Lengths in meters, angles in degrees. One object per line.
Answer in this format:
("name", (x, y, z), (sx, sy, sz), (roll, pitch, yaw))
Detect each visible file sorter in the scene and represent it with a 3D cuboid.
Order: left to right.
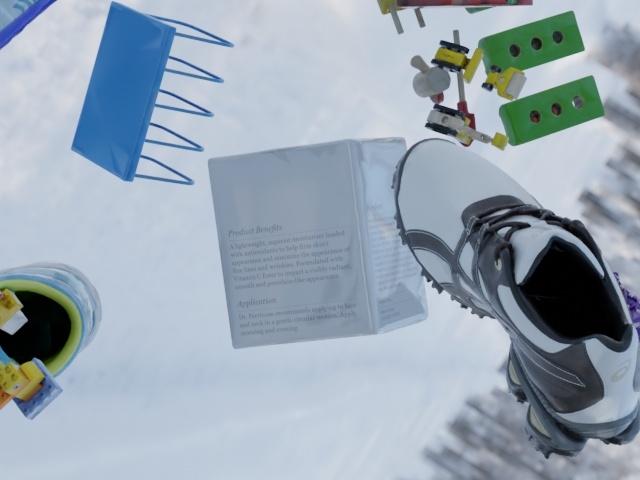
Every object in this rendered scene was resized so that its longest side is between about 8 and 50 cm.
("file sorter", (-0.178, -0.155, 1.932), (0.104, 0.118, 0.170), (9, 103, -40))

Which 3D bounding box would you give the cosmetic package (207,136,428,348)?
("cosmetic package", (0.000, 0.000, 1.697), (0.151, 0.151, 0.184), (-8, 92, -67))

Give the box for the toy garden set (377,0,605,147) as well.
("toy garden set", (0.150, -0.208, 1.741), (0.203, 0.244, 0.049), (-19, -177, -25))

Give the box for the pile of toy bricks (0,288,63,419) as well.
("pile of toy bricks", (-0.282, 0.128, 1.227), (0.212, 0.118, 0.105), (-43, 154, 3))

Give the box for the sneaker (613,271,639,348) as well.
("sneaker", (0.299, 0.066, 1.819), (0.068, 0.170, 0.071), (-20, 116, -40))

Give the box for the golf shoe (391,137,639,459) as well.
("golf shoe", (0.102, 0.007, 0.870), (0.077, 0.198, 0.094), (-21, 146, -20))

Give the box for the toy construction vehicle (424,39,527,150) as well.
("toy construction vehicle", (0.139, -0.129, 1.616), (0.035, 0.098, 0.086), (33, 78, -56))

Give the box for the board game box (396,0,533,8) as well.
("board game box", (0.136, -0.352, 1.613), (0.027, 0.145, 0.281), (0, 94, -45))

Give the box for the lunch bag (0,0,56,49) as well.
("lunch bag", (-0.281, -0.206, 1.354), (0.129, 0.151, 0.096), (-48, 171, -21))

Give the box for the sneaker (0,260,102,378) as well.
("sneaker", (-0.359, 0.092, 1.633), (0.319, 0.127, 0.208), (-17, -175, -7))
